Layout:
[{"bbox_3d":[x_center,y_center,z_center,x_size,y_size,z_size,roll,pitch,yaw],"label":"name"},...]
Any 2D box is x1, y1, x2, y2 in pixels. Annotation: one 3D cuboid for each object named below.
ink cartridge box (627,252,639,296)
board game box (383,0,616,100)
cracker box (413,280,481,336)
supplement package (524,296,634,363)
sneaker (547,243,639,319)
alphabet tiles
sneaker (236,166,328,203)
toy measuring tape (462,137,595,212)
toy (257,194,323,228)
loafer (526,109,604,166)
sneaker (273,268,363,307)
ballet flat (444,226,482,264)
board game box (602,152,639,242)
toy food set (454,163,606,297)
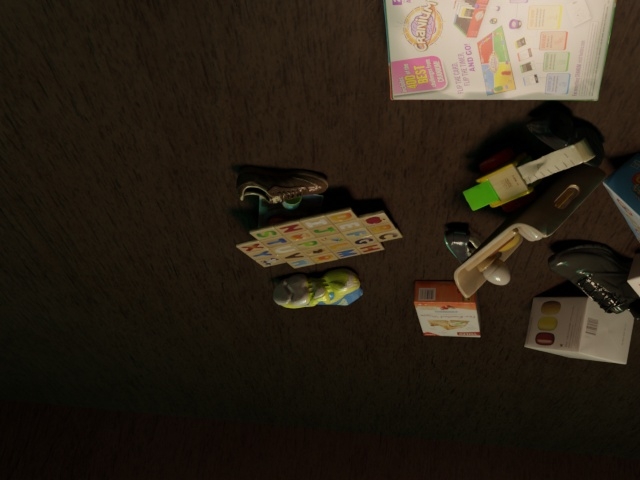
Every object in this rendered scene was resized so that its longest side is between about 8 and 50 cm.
[{"bbox_3d":[0.811,0.083,1.820,0.172,0.100,0.237,47,140,-15],"label":"ink cartridge box"},{"bbox_3d":[0.254,-0.310,1.235,0.317,0.064,0.242,2,144,10],"label":"board game box"},{"bbox_3d":[0.336,0.182,2.225,0.156,0.067,0.232,0,153,15],"label":"cracker box"},{"bbox_3d":[0.625,0.215,2.071,0.134,0.138,0.244,15,171,-15],"label":"supplement package"},{"bbox_3d":[0.641,0.095,1.914,0.287,0.130,0.109,16,152,-15],"label":"sneaker"},{"bbox_3d":[0.000,0.000,1.910,0.343,0.011,0.285,-13,159,14],"label":"alphabet tiles"},{"bbox_3d":[-0.080,-0.103,1.754,0.189,0.071,0.066,5,153,4],"label":"sneaker"},{"bbox_3d":[0.381,-0.129,1.532,0.122,0.121,0.330,20,157,-24],"label":"toy measuring tape"},{"bbox_3d":[-0.073,-0.041,1.893,0.137,0.056,0.237,8,153,-2],"label":"toy"},{"bbox_3d":[0.438,-0.181,1.508,0.170,0.062,0.061,30,168,-31],"label":"loafer"},{"bbox_3d":[0.001,0.142,2.199,0.240,0.091,0.126,-10,150,28],"label":"sneaker"},{"bbox_3d":[0.341,0.032,1.929,0.074,0.074,0.203,-6,148,24],"label":"ballet flat"},{"bbox_3d":[0.691,0.022,1.576,0.086,0.308,0.302,-41,138,9],"label":"board game box"},{"bbox_3d":[0.404,-0.012,1.648,0.092,0.220,0.306,48,149,4],"label":"toy food set"}]
